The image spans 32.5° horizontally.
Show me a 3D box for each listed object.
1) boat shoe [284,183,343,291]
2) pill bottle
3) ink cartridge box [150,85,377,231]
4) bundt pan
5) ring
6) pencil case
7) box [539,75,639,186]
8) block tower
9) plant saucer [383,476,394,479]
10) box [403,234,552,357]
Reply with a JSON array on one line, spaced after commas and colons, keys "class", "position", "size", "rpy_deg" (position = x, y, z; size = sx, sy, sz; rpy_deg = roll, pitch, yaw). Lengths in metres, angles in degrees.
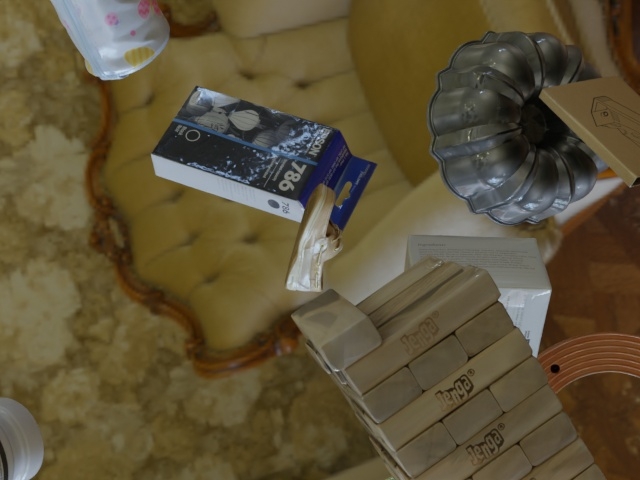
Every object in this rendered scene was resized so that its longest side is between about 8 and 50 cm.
[{"class": "boat shoe", "position": [0.000, 0.000, 1.393], "size": [0.063, 0.059, 0.170], "rpy_deg": [-81, 7, -47]}, {"class": "pill bottle", "position": [-0.526, 0.320, 1.511], "size": [0.162, 0.278, 0.162], "rpy_deg": [7, 104, 30]}, {"class": "ink cartridge box", "position": [-0.089, -0.132, 1.764], "size": [0.332, 0.165, 0.065], "rpy_deg": [18, 147, 14]}, {"class": "bundt pan", "position": [0.341, -0.190, 1.773], "size": [0.124, 0.330, 0.331], "rpy_deg": [173, 87, -67]}, {"class": "ring", "position": [0.427, 0.301, 1.625], "size": [0.032, 0.336, 0.337], "rpy_deg": [-31, -68, -82]}, {"class": "pencil case", "position": [-0.272, -0.312, 1.233], "size": [0.273, 0.113, 0.124], "rpy_deg": [62, -155, -44]}, {"class": "box", "position": [0.431, -0.159, 1.561], "size": [0.201, 0.164, 0.021], "rpy_deg": [53, 139, 31]}, {"class": "block tower", "position": [0.114, 0.161, 0.604], "size": [0.335, 0.097, 0.091], "rpy_deg": [57, 173, -11]}, {"class": "plant saucer", "position": [0.164, 0.433, 1.555], "size": [0.240, 0.037, 0.241], "rpy_deg": [7, 107, 24]}, {"class": "box", "position": [0.202, 0.097, 1.483], "size": [0.119, 0.181, 0.181], "rpy_deg": [-93, 5, -54]}]
